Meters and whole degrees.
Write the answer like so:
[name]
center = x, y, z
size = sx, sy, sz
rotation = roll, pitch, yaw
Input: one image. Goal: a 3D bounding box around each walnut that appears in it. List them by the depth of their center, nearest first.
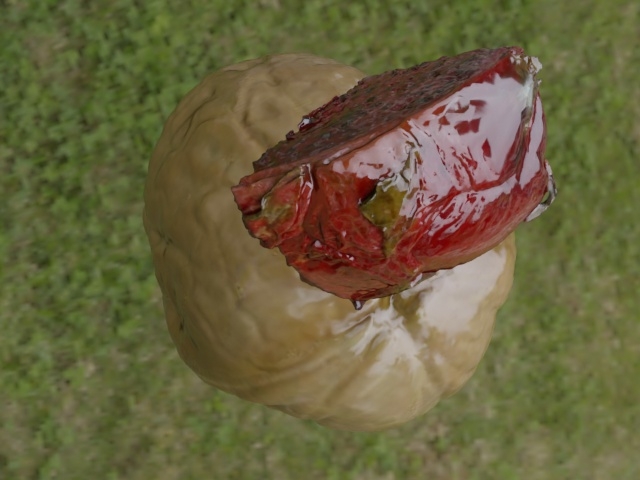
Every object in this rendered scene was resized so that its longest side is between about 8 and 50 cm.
[walnut]
center = 0.002, -0.002, 1.203
size = 0.277, 0.313, 0.252
rotation = 23, 97, -21

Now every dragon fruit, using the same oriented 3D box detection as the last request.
[dragon fruit]
center = 0.047, -0.022, 0.869
size = 0.161, 0.127, 0.121
rotation = -35, 109, -42
